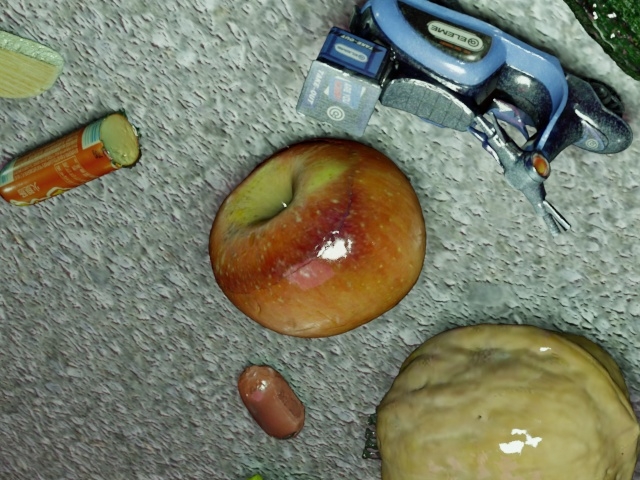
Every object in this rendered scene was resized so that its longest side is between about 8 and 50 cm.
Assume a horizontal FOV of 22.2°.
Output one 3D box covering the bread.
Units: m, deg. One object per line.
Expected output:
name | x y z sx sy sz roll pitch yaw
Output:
bread | -0.426 -0.234 2.109 0.193 0.036 0.112 20 144 -2

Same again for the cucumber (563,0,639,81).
cucumber | 0.305 -0.250 1.731 0.077 0.077 0.265 -19 124 38

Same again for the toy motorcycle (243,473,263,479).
toy motorcycle | -0.022 0.456 2.593 0.342 0.142 0.206 8 175 16

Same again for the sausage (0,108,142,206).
sausage | -0.351 -0.101 2.191 0.264 0.083 0.083 -19 125 40

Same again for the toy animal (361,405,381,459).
toy animal | 0.099 0.283 2.421 0.065 0.047 0.136 10 137 7

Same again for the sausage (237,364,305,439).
sausage | -0.073 0.241 2.434 0.076 0.076 0.141 -6 132 29

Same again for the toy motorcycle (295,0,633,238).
toy motorcycle | 0.169 -0.150 1.793 0.358 0.213 0.125 22 139 1

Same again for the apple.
apple | 0.000 0.000 2.007 0.272 0.251 0.206 -33 127 21

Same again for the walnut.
walnut | 0.251 0.251 2.118 0.344 0.306 0.306 -7 131 34
